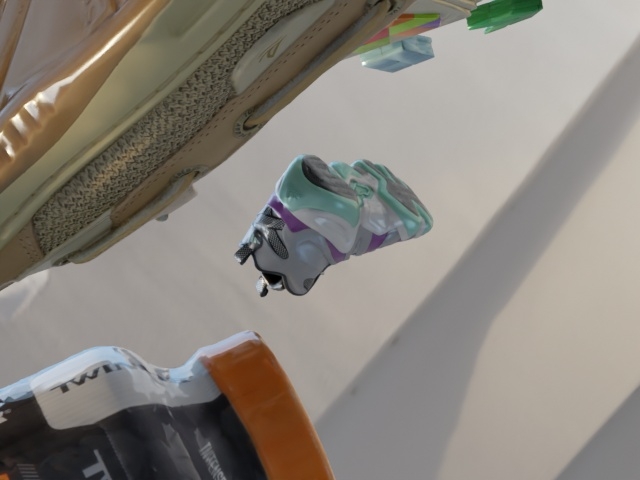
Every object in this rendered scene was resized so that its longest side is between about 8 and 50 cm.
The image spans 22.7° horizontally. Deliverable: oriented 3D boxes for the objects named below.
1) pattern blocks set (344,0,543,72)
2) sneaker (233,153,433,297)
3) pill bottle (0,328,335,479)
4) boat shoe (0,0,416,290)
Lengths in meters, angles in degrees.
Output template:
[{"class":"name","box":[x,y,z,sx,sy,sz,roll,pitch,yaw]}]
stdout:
[{"class":"pattern blocks set","box":[0.019,-0.167,1.160,0.325,0.285,0.026,-2,-102,-42]},{"class":"sneaker","box":[0.000,0.000,0.660,0.098,0.069,0.038,12,-144,-53]},{"class":"pill bottle","box":[-0.116,0.124,0.631,0.246,0.130,0.130,-26,-109,-11]},{"class":"boat shoe","box":[-0.087,-0.042,0.588,0.110,0.341,0.121,16,-125,-40]}]
